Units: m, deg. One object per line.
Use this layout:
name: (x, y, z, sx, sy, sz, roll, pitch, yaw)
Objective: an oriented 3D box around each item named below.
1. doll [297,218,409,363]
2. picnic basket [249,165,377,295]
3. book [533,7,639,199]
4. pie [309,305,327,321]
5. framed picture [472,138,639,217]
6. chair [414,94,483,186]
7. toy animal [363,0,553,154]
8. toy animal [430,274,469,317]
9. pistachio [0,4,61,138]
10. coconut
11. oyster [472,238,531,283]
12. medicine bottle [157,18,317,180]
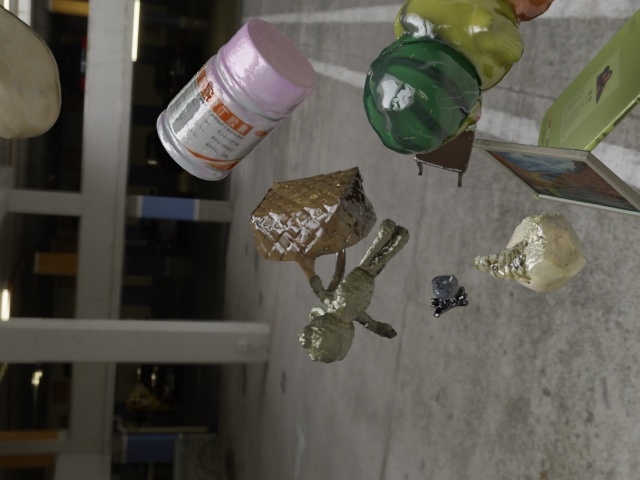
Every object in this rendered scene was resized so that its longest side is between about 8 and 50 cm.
doll: (0.058, 0.096, 1.414, 0.091, 0.203, 0.286, 29, 113, 51)
picnic basket: (0.000, 0.000, 2.022, 0.293, 0.337, 0.337, -63, -11, -56)
book: (0.520, -0.255, 1.435, 0.352, 0.035, 0.239, 123, 168, -56)
pie: (0.002, 0.215, 1.970, 0.085, 0.017, 0.085, 20, 118, 44)
framed picture: (0.371, -0.097, 1.147, 0.016, 0.184, 0.250, -61, 30, -4)
chair: (0.370, -0.296, 2.154, 0.319, 0.160, 0.186, 60, -130, -72)
toy animal: (0.188, -0.285, 1.137, 0.338, 0.191, 0.216, -52, 13, -14)
toy animal: (0.373, 0.128, 2.202, 0.210, 0.121, 0.117, 72, -179, -58)
pistachio: (-0.638, -0.344, 1.458, 0.226, 0.332, 0.208, -40, -4, 23)
coconut: (0.531, 0.035, 1.770, 0.194, 0.194, 0.194, -177, 90, -75)
oyster: (0.365, 0.050, 1.475, 0.200, 0.061, 0.106, 117, 152, -65)
medicine bottle: (-0.183, -0.297, 1.602, 0.316, 0.202, 0.202, -40, 40, 27)
